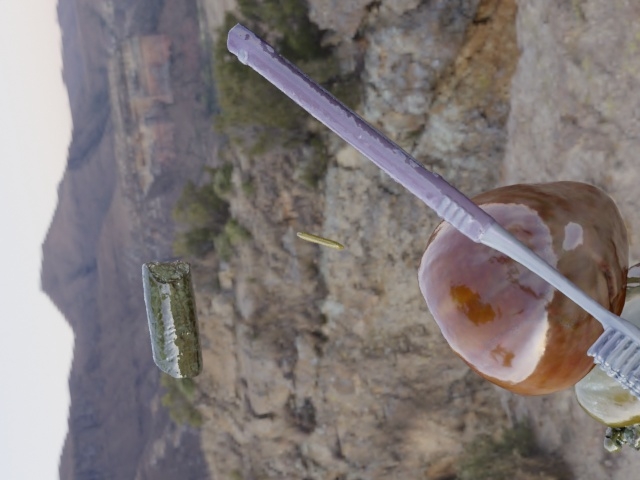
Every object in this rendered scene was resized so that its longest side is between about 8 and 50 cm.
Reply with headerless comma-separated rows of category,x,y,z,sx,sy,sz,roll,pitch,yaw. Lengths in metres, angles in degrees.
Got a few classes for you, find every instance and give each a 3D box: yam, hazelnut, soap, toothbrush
yam,-0.120,0.063,0.718,0.043,0.043,0.094,-138,43,-73
hazelnut,0.165,0.030,0.731,0.182,0.182,0.182,171,90,-79
soap,0.000,0.000,1.556,0.034,0.089,0.012,30,-103,-71
toothbrush,0.067,-0.023,0.529,0.354,0.029,0.024,41,160,18

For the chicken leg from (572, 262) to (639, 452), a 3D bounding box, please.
chicken leg,0.438,0.084,0.911,0.429,0.153,0.201,-28,38,43
